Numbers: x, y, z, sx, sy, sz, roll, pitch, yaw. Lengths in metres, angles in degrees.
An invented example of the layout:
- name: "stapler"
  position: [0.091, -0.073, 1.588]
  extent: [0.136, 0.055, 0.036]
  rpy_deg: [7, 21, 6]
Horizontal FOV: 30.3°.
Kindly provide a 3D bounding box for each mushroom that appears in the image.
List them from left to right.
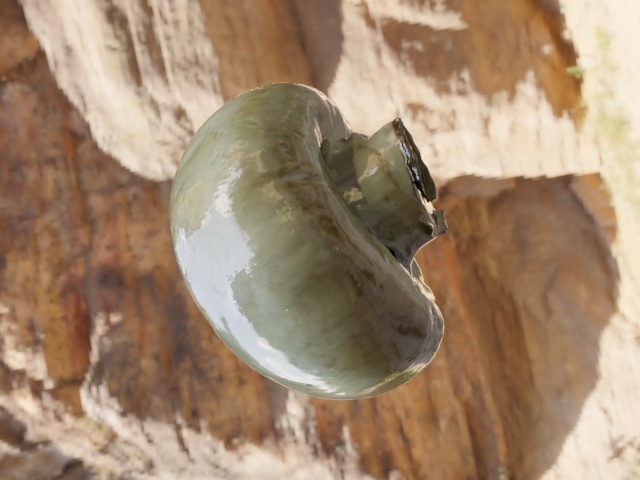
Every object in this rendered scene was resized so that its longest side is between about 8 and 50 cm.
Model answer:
- name: "mushroom"
  position: [0.000, 0.000, 1.210]
  extent: [0.352, 0.260, 0.352]
  rpy_deg: [59, -169, -20]
